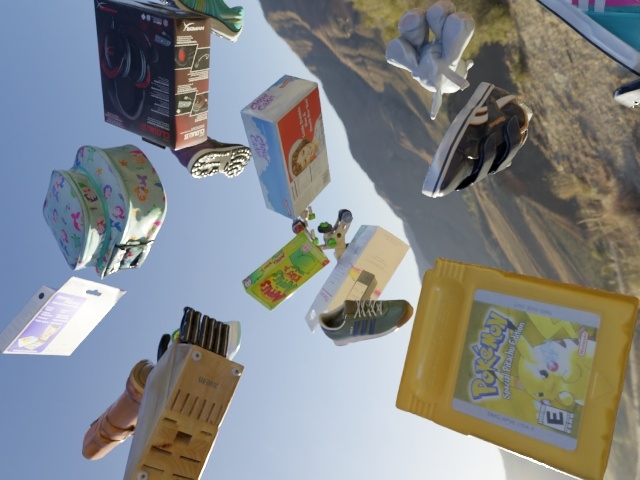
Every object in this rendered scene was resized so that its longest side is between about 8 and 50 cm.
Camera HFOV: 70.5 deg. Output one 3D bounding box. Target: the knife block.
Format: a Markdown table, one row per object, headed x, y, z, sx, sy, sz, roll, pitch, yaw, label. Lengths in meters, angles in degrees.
| x | y | z | sx | sy | sz | roll | pitch | yaw | label |
| --- | --- | --- | --- | --- | --- | --- | --- | --- | --- |
| -0.227 | 0.240 | 0.718 | 0.088 | 0.242 | 0.275 | 31 | -116 | -23 | knife block |

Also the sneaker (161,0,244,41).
| x | y | z | sx | sy | sz | roll | pitch | yaw | label |
| --- | --- | --- | --- | --- | --- | --- | --- | --- | --- |
| -0.330 | -0.643 | 1.217 | 0.275 | 0.109 | 0.107 | 12 | -162 | -44 | sneaker |

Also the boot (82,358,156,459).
| x | y | z | sx | sy | sz | roll | pitch | yaw | label |
| --- | --- | --- | --- | --- | --- | --- | --- | --- | --- |
| -0.409 | 0.354 | 0.941 | 0.109 | 0.220 | 0.283 | 49 | 165 | 0 | boot |

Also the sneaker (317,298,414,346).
| x | y | z | sx | sy | sz | roll | pitch | yaw | label |
| --- | --- | --- | --- | --- | --- | --- | --- | --- | --- |
| 0.080 | 0.150 | 0.895 | 0.086 | 0.192 | 0.064 | 47 | -148 | -29 | sneaker |

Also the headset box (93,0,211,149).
| x | y | z | sx | sy | sz | roll | pitch | yaw | label |
| --- | --- | --- | --- | --- | --- | --- | --- | --- | --- |
| -0.357 | -0.345 | 0.975 | 0.110 | 0.218 | 0.293 | -40 | -31 | -52 | headset box |

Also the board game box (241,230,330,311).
| x | y | z | sx | sy | sz | roll | pitch | yaw | label |
| --- | --- | --- | --- | --- | --- | --- | --- | --- | --- |
| -0.077 | 0.071 | 1.026 | 0.092 | 0.181 | 0.043 | 47 | -175 | -39 | board game box |

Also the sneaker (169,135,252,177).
| x | y | z | sx | sy | sz | roll | pitch | yaw | label |
| --- | --- | --- | --- | --- | --- | --- | --- | --- | --- |
| -0.295 | -0.251 | 1.246 | 0.124 | 0.107 | 0.283 | 41 | -161 | 11 | sneaker |

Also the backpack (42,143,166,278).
| x | y | z | sx | sy | sz | roll | pitch | yaw | label |
| --- | --- | --- | --- | --- | --- | --- | --- | --- | --- |
| -0.439 | -0.071 | 0.933 | 0.191 | 0.253 | 0.225 | -11 | -120 | -55 | backpack |

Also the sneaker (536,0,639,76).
| x | y | z | sx | sy | sz | roll | pitch | yaw | label |
| --- | --- | --- | --- | --- | --- | --- | --- | --- | --- |
| 0.421 | -0.396 | 0.651 | 0.124 | 0.178 | 0.295 | -14 | -120 | -45 | sneaker |

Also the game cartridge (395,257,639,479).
| x | y | z | sx | sy | sz | roll | pitch | yaw | label |
| --- | --- | --- | --- | --- | --- | --- | --- | --- | --- |
| 0.306 | 0.194 | 0.747 | 0.053 | 0.324 | 0.285 | 17 | -95 | -62 | game cartridge |

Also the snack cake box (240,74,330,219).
| x | y | z | sx | sy | sz | roll | pitch | yaw | label |
| --- | --- | --- | --- | --- | --- | --- | --- | --- | --- |
| -0.064 | -0.192 | 0.968 | 0.152 | 0.089 | 0.264 | -49 | -31 | -30 | snack cake box |

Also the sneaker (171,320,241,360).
| x | y | z | sx | sy | sz | roll | pitch | yaw | label |
| --- | --- | --- | --- | --- | --- | --- | --- | --- | --- |
| -0.401 | 0.367 | 1.498 | 0.208 | 0.318 | 0.127 | 11 | -143 | -24 | sneaker |

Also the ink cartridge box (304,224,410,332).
| x | y | z | sx | sy | sz | roll | pitch | yaw | label |
| --- | --- | --- | --- | --- | --- | --- | --- | --- | --- |
| 0.100 | 0.130 | 1.351 | 0.119 | 0.353 | 0.207 | 33 | 178 | -9 | ink cartridge box |

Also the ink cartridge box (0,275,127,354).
| x | y | z | sx | sy | sz | roll | pitch | yaw | label |
| --- | --- | --- | --- | --- | --- | --- | --- | --- | --- |
| -0.578 | 0.167 | 1.029 | 0.045 | 0.208 | 0.206 | 39 | 174 | 17 | ink cartridge box |

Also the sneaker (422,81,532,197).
| x | y | z | sx | sy | sz | roll | pitch | yaw | label |
| --- | --- | --- | --- | --- | --- | --- | --- | --- | --- |
| 0.301 | -0.182 | 0.835 | 0.321 | 0.128 | 0.126 | -52 | -18 | -31 | sneaker |

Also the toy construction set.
| x | y | z | sx | sy | sz | roll | pitch | yaw | label |
| --- | --- | --- | --- | --- | --- | --- | --- | --- | --- |
| 0.000 | 0.000 | 1.880 | 0.309 | 0.258 | 0.237 | 20 | 127 | 53 | toy construction set |

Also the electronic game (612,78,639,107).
| x | y | z | sx | sy | sz | roll | pitch | yaw | label |
| --- | --- | --- | --- | --- | --- | --- | --- | --- | --- |
| 0.547 | -0.231 | 0.637 | 0.229 | 0.230 | 0.048 | -30 | -68 | -76 | electronic game |

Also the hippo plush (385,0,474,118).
| x | y | z | sx | sy | sz | roll | pitch | yaw | label |
| --- | --- | --- | --- | --- | --- | --- | --- | --- | --- |
| 0.363 | -0.528 | 1.300 | 0.237 | 0.234 | 0.294 | -12 | -116 | -53 | hippo plush |
